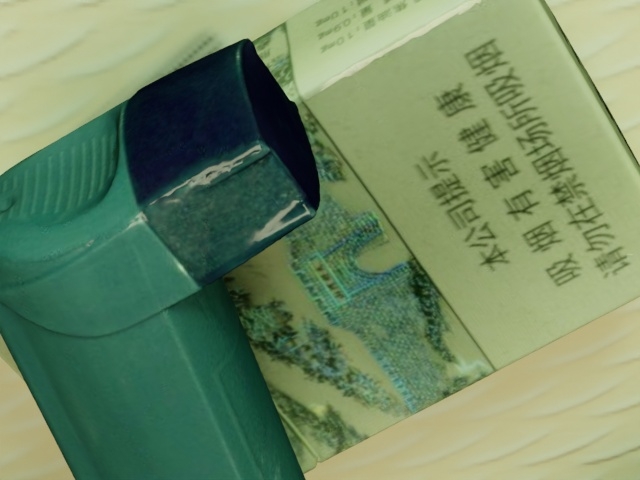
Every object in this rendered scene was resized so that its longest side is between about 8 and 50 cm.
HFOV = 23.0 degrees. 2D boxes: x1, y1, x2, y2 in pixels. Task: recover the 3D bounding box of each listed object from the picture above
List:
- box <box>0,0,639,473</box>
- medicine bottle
[{"bbox_3d":[0.000,0.000,0.651,0.256,0.069,0.164,-29,123,12],"label":"box"},{"bbox_3d":[-0.042,0.055,0.592,0.124,0.079,0.258,-15,125,2],"label":"medicine bottle"}]
